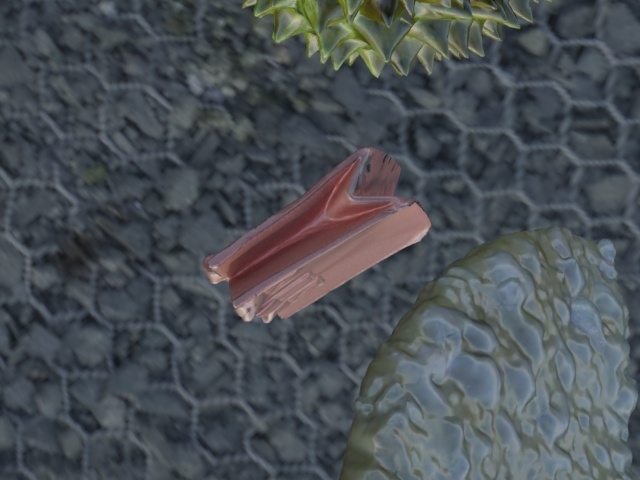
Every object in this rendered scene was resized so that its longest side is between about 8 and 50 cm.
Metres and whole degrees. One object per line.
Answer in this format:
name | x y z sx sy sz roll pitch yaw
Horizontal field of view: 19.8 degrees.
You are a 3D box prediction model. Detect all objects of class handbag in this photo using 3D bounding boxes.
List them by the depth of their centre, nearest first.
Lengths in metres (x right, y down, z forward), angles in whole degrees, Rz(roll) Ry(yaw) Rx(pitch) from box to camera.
handbag | 0.000 0.000 1.359 0.157 0.212 0.059 -33 82 5

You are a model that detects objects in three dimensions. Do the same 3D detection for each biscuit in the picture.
biscuit | 0.054 0.108 0.563 0.133 0.032 0.250 17 67 -45

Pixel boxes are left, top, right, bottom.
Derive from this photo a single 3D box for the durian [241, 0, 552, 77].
durian | 0.042 -0.228 0.831 0.291 0.225 0.291 -49 160 -24
